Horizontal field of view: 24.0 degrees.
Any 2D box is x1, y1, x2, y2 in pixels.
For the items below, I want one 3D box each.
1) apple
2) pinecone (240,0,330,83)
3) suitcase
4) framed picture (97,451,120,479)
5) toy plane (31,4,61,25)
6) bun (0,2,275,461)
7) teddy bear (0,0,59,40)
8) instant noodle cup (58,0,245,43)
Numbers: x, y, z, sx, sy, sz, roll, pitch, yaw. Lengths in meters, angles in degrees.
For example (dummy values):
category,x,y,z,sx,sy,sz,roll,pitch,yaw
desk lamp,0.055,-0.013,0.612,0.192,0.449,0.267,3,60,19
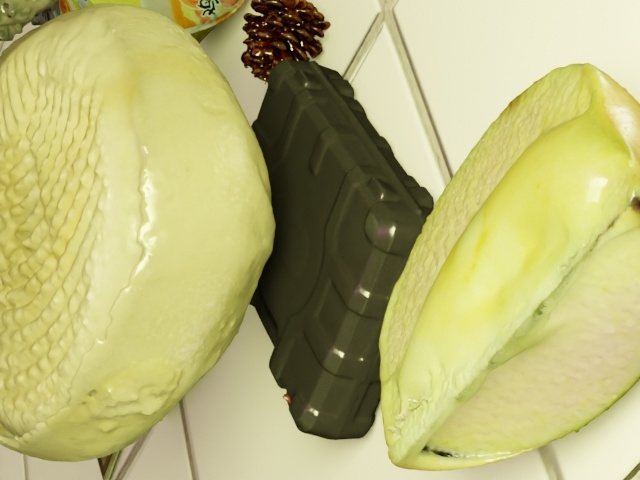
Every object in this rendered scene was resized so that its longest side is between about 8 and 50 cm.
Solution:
category,x,y,z,sx,sy,sz,roll,pitch,yaw
apple,0.130,0.010,0.876,0.265,0.120,0.193,-55,23,39
pinecone,-0.032,-0.174,1.303,0.077,0.077,0.083,-35,43,57
suitcase,0.000,0.000,1.203,0.206,0.066,0.285,-68,29,25
framed picture,-0.225,0.132,1.693,0.231,0.010,0.173,-66,29,29
toy plane,-0.339,-0.306,1.930,0.223,0.104,0.326,-39,-45,-63
bun,-0.156,-0.003,1.217,0.364,0.202,0.364,-18,68,54
teddy bear,-0.300,-0.403,1.673,0.367,0.224,0.357,-57,34,-8
instant noodle cup,-0.174,-0.265,1.512,0.153,0.205,0.205,131,140,-63
